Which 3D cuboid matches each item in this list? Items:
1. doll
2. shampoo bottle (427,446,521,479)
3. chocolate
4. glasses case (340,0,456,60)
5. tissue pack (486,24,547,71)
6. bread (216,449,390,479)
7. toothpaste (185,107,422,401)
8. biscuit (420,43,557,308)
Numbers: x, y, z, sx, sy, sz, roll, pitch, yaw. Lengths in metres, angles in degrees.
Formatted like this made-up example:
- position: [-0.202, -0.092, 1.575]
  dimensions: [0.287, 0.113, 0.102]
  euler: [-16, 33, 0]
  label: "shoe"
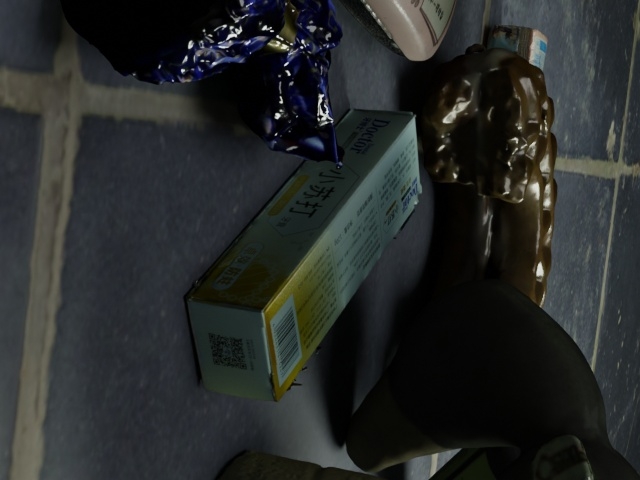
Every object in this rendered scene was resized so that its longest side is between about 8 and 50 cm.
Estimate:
- position: [0.142, 0.269, 1.252]
  dimensions: [0.252, 0.382, 0.378]
  euler: [26, 39, -32]
  label: "doll"
- position: [0.158, 0.264, 1.451]
  dimensions: [0.284, 0.101, 0.101]
  euler: [-54, -174, 50]
  label: "shampoo bottle"
- position: [-0.042, -0.136, 0.936]
  dimensions: [0.148, 0.126, 0.343]
  euler: [60, 11, 17]
  label: "chocolate"
- position: [0.050, -0.246, 1.154]
  dimensions: [0.314, 0.075, 0.122]
  euler: [39, 65, -64]
  label: "glasses case"
- position: [0.213, -0.187, 1.582]
  dimensions: [0.074, 0.059, 0.094]
  euler: [7, 91, -69]
  label: "tissue pack"
- position: [-0.005, 0.246, 1.104]
  dimensions: [0.134, 0.141, 0.148]
  euler: [3, 95, -66]
  label: "bread"
- position: [0.000, 0.000, 1.129]
  dimensions: [0.313, 0.071, 0.089]
  euler: [-52, 140, -50]
  label: "toothpaste"
- position: [0.168, -0.011, 1.443]
  dimensions: [0.268, 0.115, 0.366]
  euler: [-21, 116, -72]
  label: "biscuit"
